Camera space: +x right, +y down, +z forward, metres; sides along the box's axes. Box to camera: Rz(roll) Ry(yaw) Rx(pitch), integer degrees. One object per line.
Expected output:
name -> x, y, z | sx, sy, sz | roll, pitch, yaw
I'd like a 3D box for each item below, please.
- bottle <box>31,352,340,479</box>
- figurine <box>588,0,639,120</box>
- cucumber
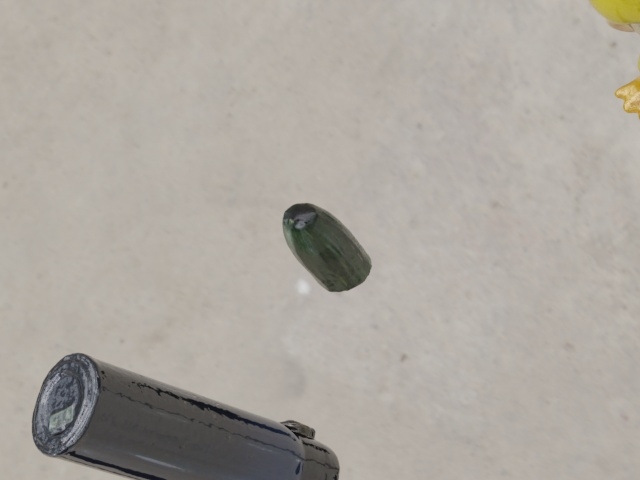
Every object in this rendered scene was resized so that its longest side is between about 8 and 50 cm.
bottle -> -0.088, 0.145, 1.014 | 0.072, 0.244, 0.082 | -17, 58, 42
figurine -> 0.415, -0.270, 1.648 | 0.215, 0.343, 0.187 | -13, 55, 5
cucumber -> 0.000, 0.000, 1.121 | 0.048, 0.105, 0.048 | -12, 58, 20
